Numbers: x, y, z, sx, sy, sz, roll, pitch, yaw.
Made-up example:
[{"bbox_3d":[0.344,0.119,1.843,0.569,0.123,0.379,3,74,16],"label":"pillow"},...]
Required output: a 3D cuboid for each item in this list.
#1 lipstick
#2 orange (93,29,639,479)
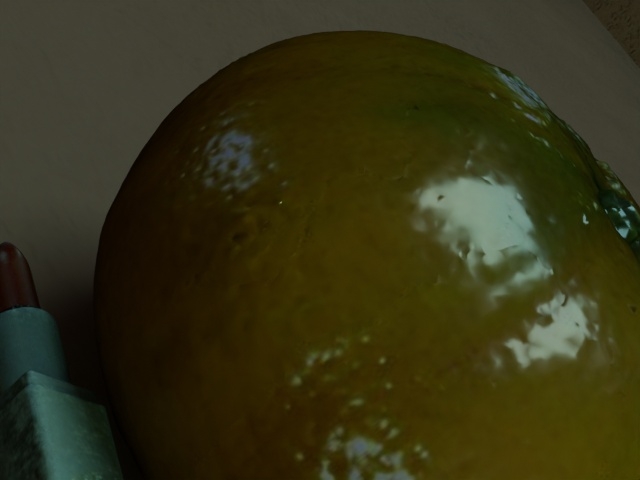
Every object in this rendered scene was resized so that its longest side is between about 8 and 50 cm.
[{"bbox_3d":[-0.087,0.048,0.393,0.030,0.030,0.129,27,29,-42],"label":"lipstick"},{"bbox_3d":[0.037,0.036,0.445,0.240,0.171,0.240,47,20,-23],"label":"orange"}]
